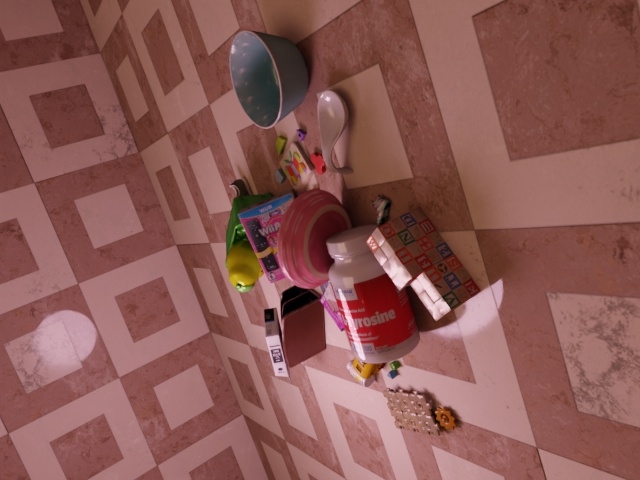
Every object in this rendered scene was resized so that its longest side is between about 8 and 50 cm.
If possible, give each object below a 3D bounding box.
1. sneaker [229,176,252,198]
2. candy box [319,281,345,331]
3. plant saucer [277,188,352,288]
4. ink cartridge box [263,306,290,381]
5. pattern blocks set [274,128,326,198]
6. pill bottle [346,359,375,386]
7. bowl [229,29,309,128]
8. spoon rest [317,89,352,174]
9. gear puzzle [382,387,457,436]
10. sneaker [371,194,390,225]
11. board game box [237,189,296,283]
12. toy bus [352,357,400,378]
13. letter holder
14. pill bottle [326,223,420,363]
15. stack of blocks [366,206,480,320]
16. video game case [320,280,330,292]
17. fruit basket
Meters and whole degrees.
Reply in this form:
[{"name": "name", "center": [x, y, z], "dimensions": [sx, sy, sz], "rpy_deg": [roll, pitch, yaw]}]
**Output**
[{"name": "sneaker", "center": [-0.346, -0.185, 2.398], "dimensions": [0.064, 0.086, 0.192], "rpy_deg": [-23, 92, 60]}, {"name": "candy box", "center": [0.093, 0.217, 1.964], "dimensions": [0.159, 0.071, 0.233], "rpy_deg": [54, 148, 19]}, {"name": "plant saucer", "center": [0.000, 0.000, 1.755], "dimensions": [0.084, 0.332, 0.332], "rpy_deg": [12, 122, 40]}, {"name": "ink cartridge box", "center": [-0.189, 0.465, 2.325], "dimensions": [0.165, 0.065, 0.333], "rpy_deg": [-103, 2, -51]}, {"name": "pattern blocks set", "center": [-0.088, -0.271, 1.987], "dimensions": [0.285, 0.026, 0.325], "rpy_deg": [52, 148, 22]}, {"name": "pill bottle", "center": [0.160, 0.531, 2.141], "dimensions": [0.116, 0.065, 0.065], "rpy_deg": [34, 138, 42]}, {"name": "bowl", "center": [-0.152, -0.543, 1.754], "dimensions": [0.311, 0.163, 0.311], "rpy_deg": [38, 141, 39]}, {"name": "spoon rest", "center": [0.043, -0.334, 1.677], "dimensions": [0.137, 0.084, 0.276], "rpy_deg": [24, 132, 49]}, {"name": "gear puzzle", "center": [0.362, 0.610, 1.912], "dimensions": [0.339, 0.044, 0.175], "rpy_deg": [-18, 94, 57]}, {"name": "sneaker", "center": [0.183, -0.100, 1.677], "dimensions": [0.069, 0.038, 0.098], "rpy_deg": [44, 135, 35]}, {"name": "board game box", "center": [-0.155, -0.014, 2.057], "dimensions": [0.097, 0.224, 0.303], "rpy_deg": [-86, -26, -75]}, {"name": "toy bus", "center": [0.185, 0.430, 1.988], "dimensions": [0.191, 0.104, 0.202], "rpy_deg": [-5, 107, 58]}, {"name": "letter holder", "center": [-0.110, 0.370, 2.300], "dimensions": [0.152, 0.214, 0.302], "rpy_deg": [33, 138, 43]}, {"name": "pill bottle", "center": [0.160, 0.166, 1.711], "dimensions": [0.229, 0.229, 0.408], "rpy_deg": [0, 112, 58]}, {"name": "stack of blocks", "center": [0.287, 0.071, 1.500], "dimensions": [0.297, 0.171, 0.087], "rpy_deg": [56, 149, 15]}, {"name": "video game case", "center": [0.078, 0.180, 2.057], "dimensions": [0.274, 0.026, 0.196], "rpy_deg": [-20, 94, 61]}, {"name": "fruit basket", "center": [-0.279, 0.036, 2.250], "dimensions": [0.392, 0.283, 0.392], "rpy_deg": [170, 90, -67]}]
